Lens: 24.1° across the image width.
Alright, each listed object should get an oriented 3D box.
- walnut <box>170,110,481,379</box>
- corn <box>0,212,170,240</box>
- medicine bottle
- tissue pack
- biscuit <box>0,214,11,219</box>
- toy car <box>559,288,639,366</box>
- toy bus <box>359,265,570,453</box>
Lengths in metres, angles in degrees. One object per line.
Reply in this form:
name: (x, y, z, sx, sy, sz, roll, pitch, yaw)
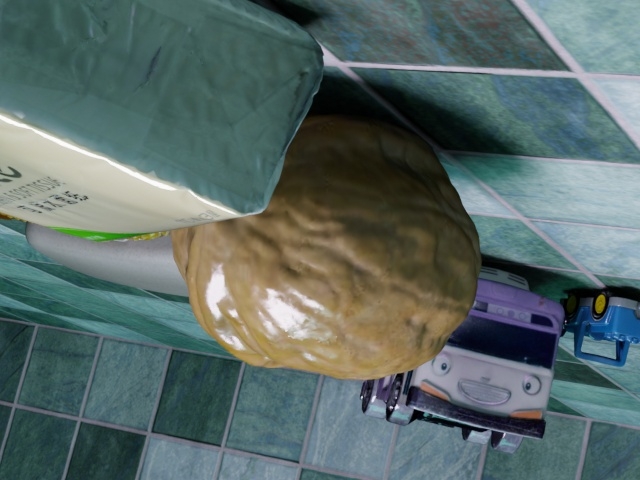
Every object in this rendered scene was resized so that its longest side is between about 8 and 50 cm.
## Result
walnut: (-0.002, 0.003, 1.595, 0.306, 0.306, 0.344, 3, 164, 43)
corn: (-0.361, -0.083, 2.018, 0.344, 0.131, 0.131, 14, 169, -13)
medicine bottle: (-0.259, 0.008, 2.334, 0.375, 0.123, 0.282, 9, 166, 28)
tissue pack: (-0.244, -0.136, 1.429, 0.332, 0.205, 0.405, 23, 165, -24)
biscuit: (-0.583, -0.071, 2.542, 0.183, 0.043, 0.280, 26, 168, -35)
toy car: (0.421, 0.128, 2.176, 0.097, 0.100, 0.191, 14, 173, -19)
toy bus: (0.210, 0.172, 2.266, 0.209, 0.249, 0.440, 15, 174, -5)
